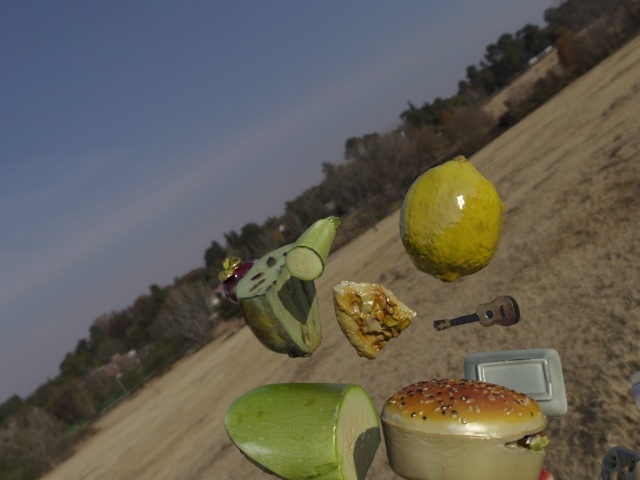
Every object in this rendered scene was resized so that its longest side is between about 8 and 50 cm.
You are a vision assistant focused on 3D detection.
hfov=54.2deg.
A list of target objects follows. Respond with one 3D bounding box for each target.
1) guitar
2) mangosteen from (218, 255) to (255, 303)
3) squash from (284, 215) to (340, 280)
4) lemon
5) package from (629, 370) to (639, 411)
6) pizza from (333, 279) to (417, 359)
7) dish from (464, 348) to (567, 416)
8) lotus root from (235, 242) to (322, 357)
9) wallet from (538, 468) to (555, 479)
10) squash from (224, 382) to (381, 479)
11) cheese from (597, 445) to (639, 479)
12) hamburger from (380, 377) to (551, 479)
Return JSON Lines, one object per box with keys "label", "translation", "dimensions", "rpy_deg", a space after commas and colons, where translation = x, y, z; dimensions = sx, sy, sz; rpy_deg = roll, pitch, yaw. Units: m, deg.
{"label": "guitar", "translation": [0.436, 0.219, 1.770], "dimensions": [0.038, 0.084, 0.271], "rpy_deg": [-1, -15, -44]}
{"label": "mangosteen", "translation": [-0.275, 0.134, 2.146], "dimensions": [0.166, 0.180, 0.166], "rpy_deg": [-45, 9, 9]}
{"label": "squash", "translation": [0.000, 0.000, 1.491], "dimensions": [0.094, 0.094, 0.224], "rpy_deg": [-35, 12, 36]}
{"label": "lemon", "translation": [0.331, -0.052, 1.591], "dimensions": [0.268, 0.268, 0.322], "rpy_deg": [148, 137, -77]}
{"label": "package", "translation": [0.895, 0.392, 1.551], "dimensions": [0.204, 0.062, 0.251], "rpy_deg": [-42, 22, 32]}
{"label": "pizza", "translation": [0.114, 0.161, 1.258], "dimensions": [0.161, 0.182, 0.062], "rpy_deg": [-9, 24, 6]}
{"label": "dish", "translation": [0.426, 0.313, 1.377], "dimensions": [0.212, 0.152, 0.077], "rpy_deg": [-7, -22, 15]}
{"label": "lotus root", "translation": [-0.102, 0.188, 1.686], "dimensions": [0.149, 0.260, 0.267], "rpy_deg": [-14, 24, 25]}
{"label": "wallet", "translation": [0.432, 0.572, 1.263], "dimensions": [0.204, 0.143, 0.045], "rpy_deg": [-14, -12, -45]}
{"label": "squash", "translation": [-0.058, 0.431, 1.401], "dimensions": [0.308, 0.210, 0.234], "rpy_deg": [-12, 20, 27]}
{"label": "cheese", "translation": [0.873, 0.688, 1.756], "dimensions": [0.235, 0.117, 0.218], "rpy_deg": [117, 172, -49]}
{"label": "hamburger", "translation": [0.253, 0.337, 1.113], "dimensions": [0.299, 0.176, 0.300], "rpy_deg": [6, -8, 1]}
